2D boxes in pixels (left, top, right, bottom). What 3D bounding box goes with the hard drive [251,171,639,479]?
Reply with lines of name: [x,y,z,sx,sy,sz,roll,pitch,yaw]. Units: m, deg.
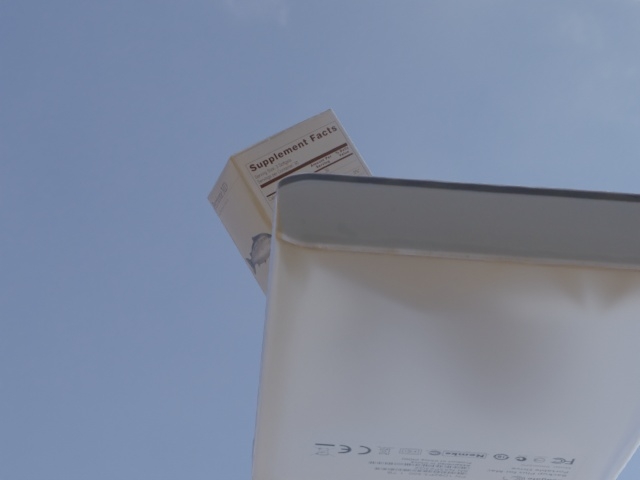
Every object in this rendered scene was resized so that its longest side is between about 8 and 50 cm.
hard drive: [0.071,0.069,0.773,0.203,0.040,0.307,4,-30,-3]

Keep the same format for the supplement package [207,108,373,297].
supplement package: [0.000,0.000,1.294,0.179,0.105,0.105,59,-22,9]
